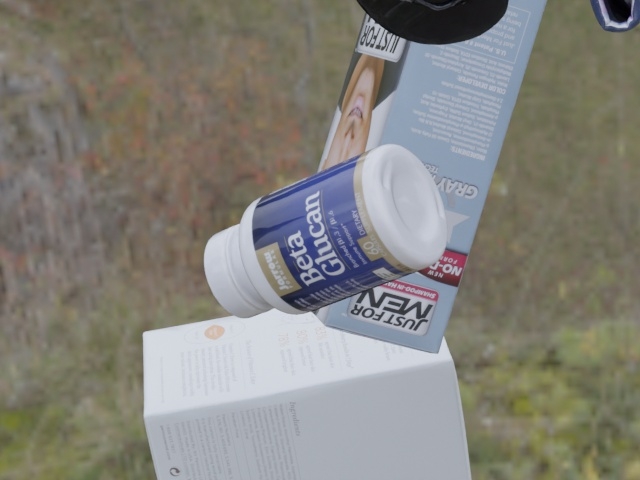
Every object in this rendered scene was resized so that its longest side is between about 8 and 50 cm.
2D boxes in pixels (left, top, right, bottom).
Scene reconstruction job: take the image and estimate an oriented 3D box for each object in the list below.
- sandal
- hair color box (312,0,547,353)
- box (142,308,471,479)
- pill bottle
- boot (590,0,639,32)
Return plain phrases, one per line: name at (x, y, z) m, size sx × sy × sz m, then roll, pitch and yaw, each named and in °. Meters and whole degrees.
sandal at (0.047, -0.199, 1.170) m, size 0.097 × 0.254 × 0.054 m, roll -37°, pitch 49°, yaw 10°
hair color box at (0.086, -0.104, 1.637) m, size 0.113 × 0.374 × 0.185 m, roll 15°, pitch 6°, yaw -14°
box at (-0.020, 0.190, 2.077) m, size 0.345 × 0.168 × 0.215 m, roll -11°, pitch 24°, yaw -1°
pill bottle at (0.000, 0.000, 1.325) m, size 0.169 × 0.094 × 0.094 m, roll -23°, pitch 16°, yaw 32°
boot at (0.224, -0.248, 1.308) m, size 0.069 × 0.190 × 0.086 m, roll -2°, pitch 17°, yaw 25°
